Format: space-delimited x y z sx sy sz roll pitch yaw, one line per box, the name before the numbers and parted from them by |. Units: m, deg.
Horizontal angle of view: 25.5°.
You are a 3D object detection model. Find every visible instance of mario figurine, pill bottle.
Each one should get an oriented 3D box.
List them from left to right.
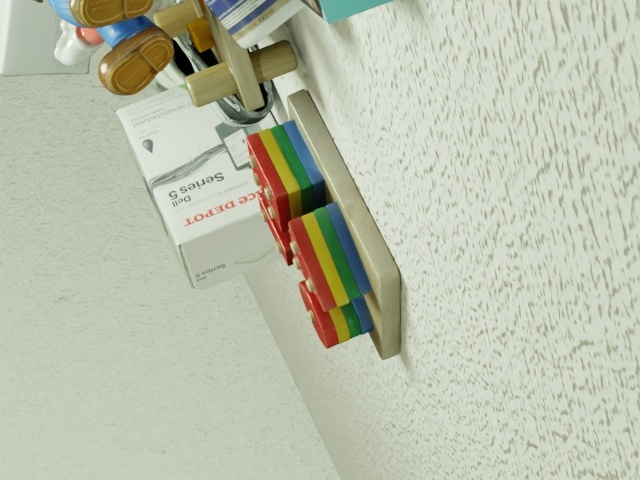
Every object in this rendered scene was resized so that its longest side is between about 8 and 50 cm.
mario figurine | -0.277 -0.262 1.492 0.320 0.170 0.198 49 127 50
pill bottle | -0.085 -0.266 1.275 0.169 0.094 0.094 51 176 -11

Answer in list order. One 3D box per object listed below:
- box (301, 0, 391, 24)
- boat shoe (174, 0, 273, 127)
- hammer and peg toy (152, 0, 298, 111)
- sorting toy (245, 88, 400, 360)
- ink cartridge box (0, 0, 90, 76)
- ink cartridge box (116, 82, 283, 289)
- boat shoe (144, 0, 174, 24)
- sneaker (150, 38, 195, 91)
box | -0.015 -0.251 1.108 0.244 0.060 0.100 -127 15 -63
boat shoe | -0.156 -0.287 1.833 0.306 0.113 0.105 65 166 -3
hammer and peg toy | -0.148 -0.345 1.533 0.266 0.127 0.361 -120 10 -55
sorting toy | 0.000 0.000 1.655 0.257 0.089 0.255 84 162 -65
ink cartridge box | -0.383 -0.423 1.888 0.309 0.130 0.272 109 146 -41
ink cartridge box | -0.141 -0.093 1.966 0.115 0.198 0.273 79 166 -53
boat shoe | -0.216 -0.376 1.737 0.096 0.098 0.277 61 -151 -57
sneaker | -0.239 -0.385 2.209 0.146 0.122 0.330 21 135 55
